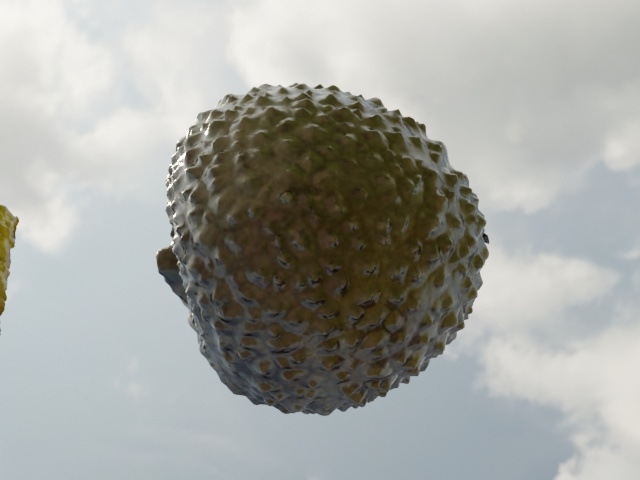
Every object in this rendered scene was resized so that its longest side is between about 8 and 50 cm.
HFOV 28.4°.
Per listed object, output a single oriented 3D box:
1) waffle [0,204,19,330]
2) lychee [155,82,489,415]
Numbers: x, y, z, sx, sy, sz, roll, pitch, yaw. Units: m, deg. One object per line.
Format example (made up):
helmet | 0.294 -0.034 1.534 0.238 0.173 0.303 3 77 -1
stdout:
waffle | -0.393 0.092 1.233 0.057 0.219 0.229 37 -149 -32
lychee | -0.004 -0.003 1.091 0.300 0.300 0.300 3 -122 -5
